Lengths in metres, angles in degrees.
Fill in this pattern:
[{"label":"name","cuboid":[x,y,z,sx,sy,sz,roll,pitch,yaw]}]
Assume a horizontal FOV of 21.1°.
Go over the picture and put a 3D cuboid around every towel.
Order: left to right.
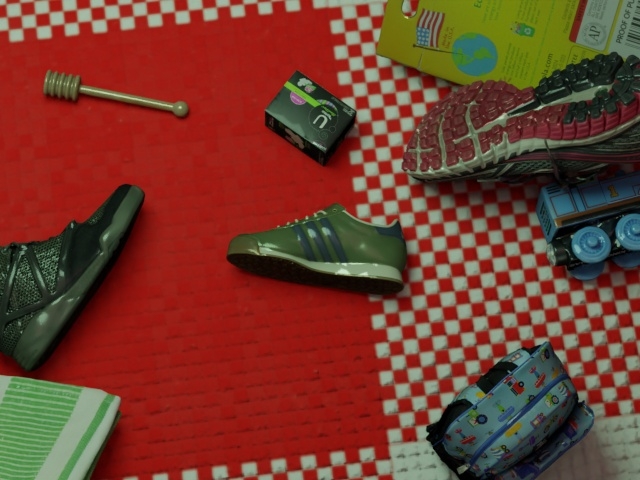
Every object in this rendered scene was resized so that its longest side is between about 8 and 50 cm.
[{"label":"towel","cuboid":[-0.384,0.201,1.709,0.325,0.038,0.248,10,32,6]}]

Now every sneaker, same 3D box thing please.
[{"label":"sneaker","cuboid":[-0.287,0.013,1.818,0.130,0.087,0.227,36,82,2]},{"label":"sneaker","cuboid":[0.000,0.000,1.845,0.192,0.064,0.086,10,67,1]},{"label":"sneaker","cuboid":[0.220,-0.100,1.807,0.299,0.112,0.121,-8,47,33]}]

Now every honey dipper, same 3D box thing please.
[{"label":"honey dipper","cuboid":[-0.225,-0.159,1.899,0.160,0.030,0.030,11,75,-3]}]

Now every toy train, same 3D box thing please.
[{"label":"toy train","cuboid":[0.324,-0.027,1.850,0.184,0.080,0.105,-15,70,-5]}]

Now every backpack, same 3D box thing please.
[{"label":"backpack","cuboid":[0.198,0.181,1.739,0.158,0.173,0.117,-38,79,-12]}]

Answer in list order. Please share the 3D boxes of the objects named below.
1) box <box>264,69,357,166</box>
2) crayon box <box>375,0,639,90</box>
[{"label":"box","cuboid":[-0.011,-0.134,1.883,0.083,0.052,0.062,35,76,7]},{"label":"crayon box","cuboid":[0.235,-0.250,1.836,0.318,0.202,0.081,20,31,10]}]
